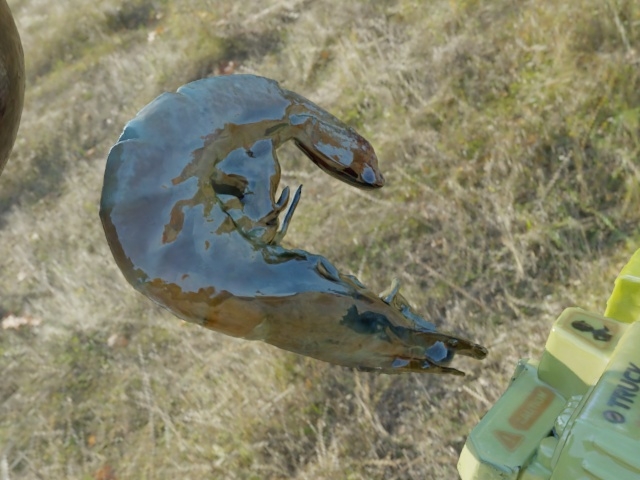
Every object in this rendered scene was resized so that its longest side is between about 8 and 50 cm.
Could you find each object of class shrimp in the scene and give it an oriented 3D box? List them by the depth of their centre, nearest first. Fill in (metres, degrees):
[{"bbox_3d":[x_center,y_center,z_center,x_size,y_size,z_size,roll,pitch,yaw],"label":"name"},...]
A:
[{"bbox_3d":[0.001,0.000,0.507,0.052,0.251,0.143,-3,62,60],"label":"shrimp"}]

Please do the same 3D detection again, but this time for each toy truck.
[{"bbox_3d":[0.190,0.093,0.508,0.157,0.124,0.272,25,34,23],"label":"toy truck"}]

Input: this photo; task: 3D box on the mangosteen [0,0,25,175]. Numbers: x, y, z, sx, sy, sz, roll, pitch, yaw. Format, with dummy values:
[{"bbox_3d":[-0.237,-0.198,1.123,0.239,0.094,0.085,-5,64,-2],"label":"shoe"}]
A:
[{"bbox_3d":[-0.242,-0.075,0.429,0.210,0.210,0.210,-17,40,15],"label":"mangosteen"}]
